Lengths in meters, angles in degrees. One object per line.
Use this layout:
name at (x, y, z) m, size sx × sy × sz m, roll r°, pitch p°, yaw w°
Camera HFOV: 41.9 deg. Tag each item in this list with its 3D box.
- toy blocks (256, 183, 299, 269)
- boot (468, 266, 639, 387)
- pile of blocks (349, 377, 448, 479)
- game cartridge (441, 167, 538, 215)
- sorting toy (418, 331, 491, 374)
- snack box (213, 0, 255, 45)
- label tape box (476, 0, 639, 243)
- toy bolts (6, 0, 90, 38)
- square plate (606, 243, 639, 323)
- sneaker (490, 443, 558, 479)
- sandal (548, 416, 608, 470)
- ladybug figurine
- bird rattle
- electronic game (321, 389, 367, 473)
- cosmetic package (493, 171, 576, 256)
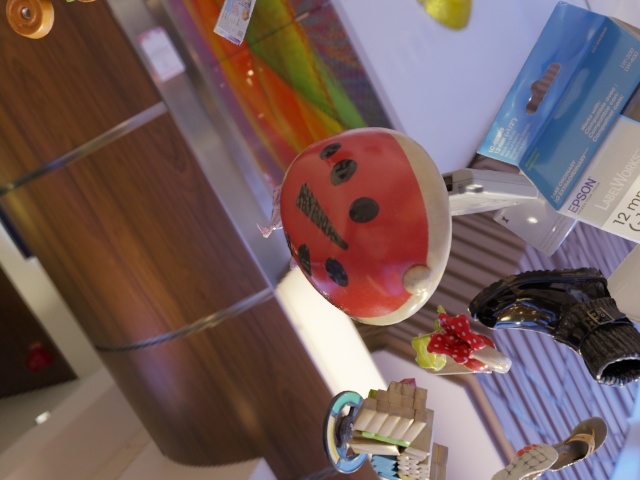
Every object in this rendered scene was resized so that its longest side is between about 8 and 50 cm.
toy blocks at (0.000, 0.000, 1.830) m, size 0.309 × 0.288 × 0.260 m, roll -20°, pitch -155°, yaw 45°
boot at (0.511, 0.192, 1.759) m, size 0.348 × 0.131 × 0.260 m, roll -8°, pitch -129°, yaw -13°
pile of blocks at (0.142, 0.339, 1.497) m, size 0.149 × 0.362 × 0.112 m, roll 0°, pitch -129°, yaw 17°
game cartridge at (0.281, -0.093, 1.689) m, size 0.198 × 0.062 × 0.297 m, roll -1°, pitch 175°, yaw -32°
sorting toy at (0.423, 0.361, 2.649) m, size 0.208 × 0.038 × 0.193 m, roll 1°, pitch -148°, yaw -3°
snack box at (-0.185, -0.507, 1.843) m, size 0.022 × 0.064 × 0.178 m, roll -42°, pitch -151°, yaw 47°
label tape box at (0.424, -0.137, 1.125) m, size 0.115 × 0.348 × 0.249 m, roll -84°, pitch -164°, yaw -56°
toy bolts at (-0.563, -0.548, 1.723) m, size 0.218 × 0.228 × 0.158 m, roll -43°, pitch 179°, yaw 24°
square plate at (0.825, 0.068, 1.905) m, size 0.347 × 0.049 × 0.344 m, roll -47°, pitch -163°, yaw -6°
sneaker at (0.397, 0.458, 1.646) m, size 0.158 × 0.064 × 0.061 m, roll -27°, pitch -133°, yaw -14°
sandal at (0.593, 0.474, 1.927) m, size 0.180 × 0.072 × 0.049 m, roll -29°, pitch 177°, yaw -10°
ladybug figurine at (0.053, -0.038, 1.356) m, size 0.305 × 0.162 × 0.449 m, roll -68°, pitch -152°, yaw 14°
bird rattle at (0.311, 0.216, 1.766) m, size 0.143 × 0.207 × 0.253 m, roll -67°, pitch -171°, yaw -13°
electronic game at (0.078, 0.535, 2.346) m, size 0.048 × 0.229 × 0.229 m, roll -6°, pitch -154°, yaw 37°
cosmetic package at (0.500, -0.096, 1.801) m, size 0.184 × 0.151 × 0.151 m, roll -41°, pitch 160°, yaw -37°
